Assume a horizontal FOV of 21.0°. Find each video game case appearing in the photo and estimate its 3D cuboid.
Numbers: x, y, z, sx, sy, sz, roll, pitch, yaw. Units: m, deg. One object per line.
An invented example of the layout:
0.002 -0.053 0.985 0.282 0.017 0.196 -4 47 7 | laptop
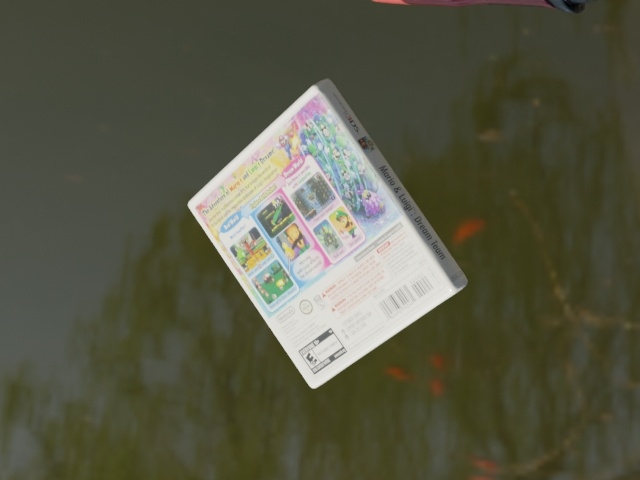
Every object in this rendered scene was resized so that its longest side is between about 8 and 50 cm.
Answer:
0.000 0.000 1.031 0.019 0.143 0.157 -30 174 -41 | video game case

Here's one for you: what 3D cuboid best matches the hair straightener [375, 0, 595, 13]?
0.104 -0.195 1.138 0.047 0.089 0.230 -23 -156 -28 | hair straightener
